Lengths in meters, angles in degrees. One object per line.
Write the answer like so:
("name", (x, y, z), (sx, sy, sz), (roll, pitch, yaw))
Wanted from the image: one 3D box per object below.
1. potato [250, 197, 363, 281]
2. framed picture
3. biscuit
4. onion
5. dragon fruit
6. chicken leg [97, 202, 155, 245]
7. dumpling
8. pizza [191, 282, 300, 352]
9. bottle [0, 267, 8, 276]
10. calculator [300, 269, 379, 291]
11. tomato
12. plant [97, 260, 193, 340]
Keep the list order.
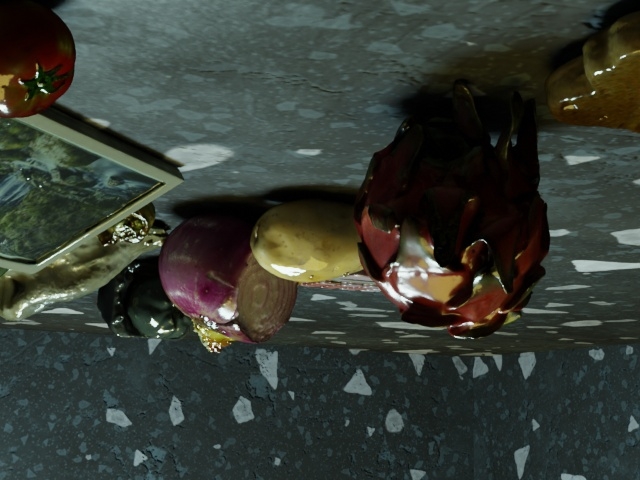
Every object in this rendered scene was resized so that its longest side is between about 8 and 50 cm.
("potato", (0.000, 0.000, 1.269), (0.178, 0.109, 0.118), (0, 135, -18))
("framed picture", (-0.318, -0.049, 1.016), (0.240, 0.020, 0.324), (-29, 160, 14))
("biscuit", (0.292, -0.119, 0.780), (0.183, 0.047, 0.320), (-5, 168, 42))
("onion", (-0.139, 0.047, 1.379), (0.201, 0.200, 0.207), (-4, -179, 24))
("dragon fruit", (0.123, -0.025, 0.910), (0.192, 0.274, 0.193), (-36, -143, -27))
("chicken leg", (-0.288, -0.031, 1.267), (0.178, 0.070, 0.093), (8, -158, 43))
("dumpling", (-0.383, 0.051, 1.420), (0.332, 0.086, 0.166), (-22, 169, 6))
("pizza", (-0.143, 0.129, 1.716), (0.289, 0.081, 0.229), (-36, 168, 27))
("bottle", (-0.474, -0.031, 1.097), (0.156, 0.143, 0.271), (40, -168, 28))
("calculator", (0.074, 0.064, 1.777), (0.220, 0.048, 0.330), (4, 171, -22))
("tomato", (-0.219, -0.130, 0.687), (0.087, 0.075, 0.087), (-42, 167, -12))
("plant", (-0.325, 0.111, 1.820), (0.164, 0.142, 0.256), (10, 177, -38))
